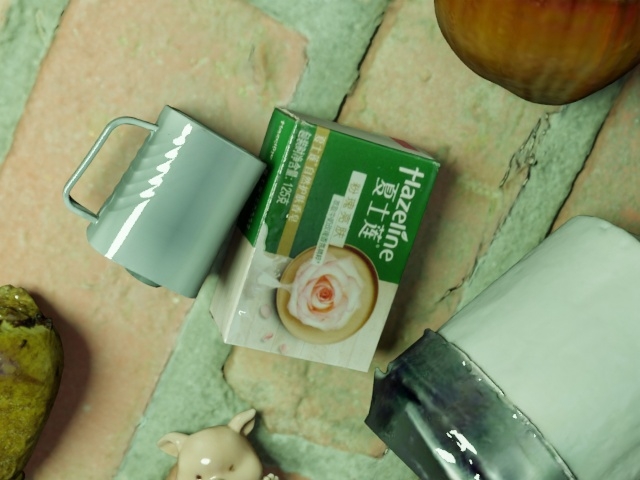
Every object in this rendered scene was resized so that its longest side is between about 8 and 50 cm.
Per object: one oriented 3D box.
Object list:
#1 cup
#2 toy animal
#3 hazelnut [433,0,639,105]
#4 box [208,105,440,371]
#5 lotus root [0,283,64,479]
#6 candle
[{"bbox_3d":[-0.128,-0.037,0.697,0.128,0.095,0.129,30,93,-20],"label":"cup"},{"bbox_3d":[-0.095,0.228,0.798,0.084,0.089,0.150,-7,106,-38],"label":"toy animal"},{"bbox_3d":[0.199,-0.198,0.693,0.210,0.186,0.210,-2,102,-10],"label":"hazelnut"},{"bbox_3d":[0.000,0.000,0.754,0.135,0.081,0.199,14,103,-20],"label":"box"},{"bbox_3d":[-0.262,0.135,0.710,0.108,0.094,0.190,16,109,15],"label":"lotus root"},{"bbox_3d":[0.223,0.110,0.778,0.342,0.221,0.221,-41,113,-5],"label":"candle"}]
